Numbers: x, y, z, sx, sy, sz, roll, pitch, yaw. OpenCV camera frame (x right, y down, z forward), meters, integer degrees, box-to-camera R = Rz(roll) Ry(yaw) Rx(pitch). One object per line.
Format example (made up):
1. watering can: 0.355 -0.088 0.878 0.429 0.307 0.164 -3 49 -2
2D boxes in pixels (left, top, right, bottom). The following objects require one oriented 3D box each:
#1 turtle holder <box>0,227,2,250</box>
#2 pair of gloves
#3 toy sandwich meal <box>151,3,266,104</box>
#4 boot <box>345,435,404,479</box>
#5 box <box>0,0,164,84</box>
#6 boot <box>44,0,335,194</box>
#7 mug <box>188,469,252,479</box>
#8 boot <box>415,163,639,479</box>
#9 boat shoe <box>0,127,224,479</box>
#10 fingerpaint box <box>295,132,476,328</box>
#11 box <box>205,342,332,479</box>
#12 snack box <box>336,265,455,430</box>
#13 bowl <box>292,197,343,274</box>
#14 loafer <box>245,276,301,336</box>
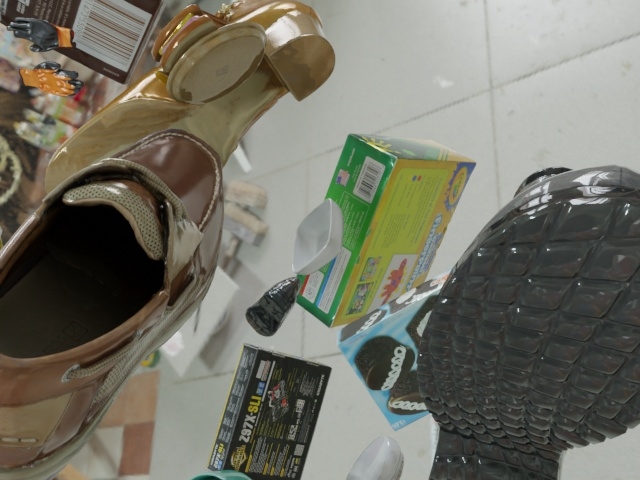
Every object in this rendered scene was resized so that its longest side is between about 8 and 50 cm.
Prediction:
1. turtle holder: -0.687 0.039 1.401 0.320 0.243 0.227 15 61 31
2. pair of gloves: -0.278 -0.184 0.778 0.074 0.083 0.010 12 41 12
3. toy sandwich meal: -0.075 -0.124 0.513 0.085 0.085 0.029 -40 77 23
4. boot: 0.086 0.400 1.084 0.095 0.123 0.258 -100 34 -70
5. box: -0.256 -0.337 0.924 0.168 0.167 0.203 -44 27 51
6. boot: -0.128 -0.141 0.754 0.295 0.104 0.211 -30 29 -1
7. mug: -0.169 0.443 1.265 0.157 0.097 0.129 -4 78 28
8. boot: 0.136 0.025 0.484 0.118 0.338 0.223 17 53 9
9. boat shoe: -0.126 0.009 0.492 0.116 0.123 0.324 -57 9 36
10. fingerpaint box: 0.156 -0.031 1.927 0.163 0.371 0.445 34 114 33
11. box: -0.124 0.443 1.947 0.079 0.257 0.322 8 80 52
12. snack box: 0.210 0.153 1.235 0.322 0.187 0.060 -30 16 10
13. bowl: 0.000 0.000 1.617 0.142 0.053 0.142 -39 34 40
14. loafer: -0.073 0.109 1.242 0.061 0.062 0.170 -44 1 -31
